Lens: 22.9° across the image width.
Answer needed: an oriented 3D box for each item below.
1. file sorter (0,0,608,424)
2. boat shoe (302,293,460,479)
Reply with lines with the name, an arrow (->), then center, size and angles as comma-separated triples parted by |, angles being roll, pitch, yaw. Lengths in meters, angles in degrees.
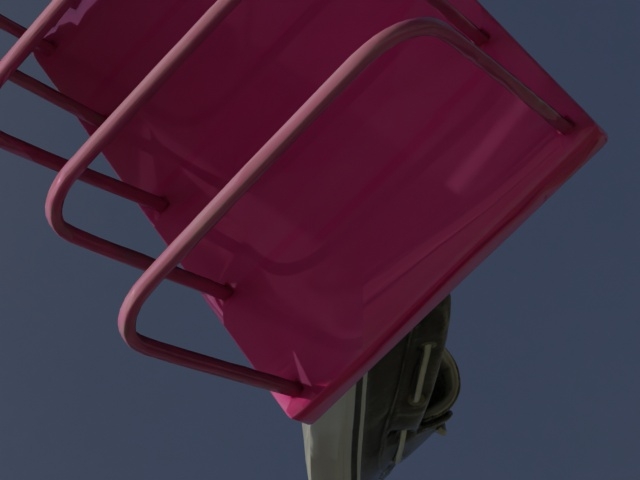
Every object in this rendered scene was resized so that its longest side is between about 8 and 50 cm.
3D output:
file sorter -> -0.055, -0.098, 0.751 | 0.202, 0.291, 0.182 | -45, -31, 11
boat shoe -> 0.044, 0.114, 1.142 | 0.119, 0.121, 0.335 | -7, -24, -3
